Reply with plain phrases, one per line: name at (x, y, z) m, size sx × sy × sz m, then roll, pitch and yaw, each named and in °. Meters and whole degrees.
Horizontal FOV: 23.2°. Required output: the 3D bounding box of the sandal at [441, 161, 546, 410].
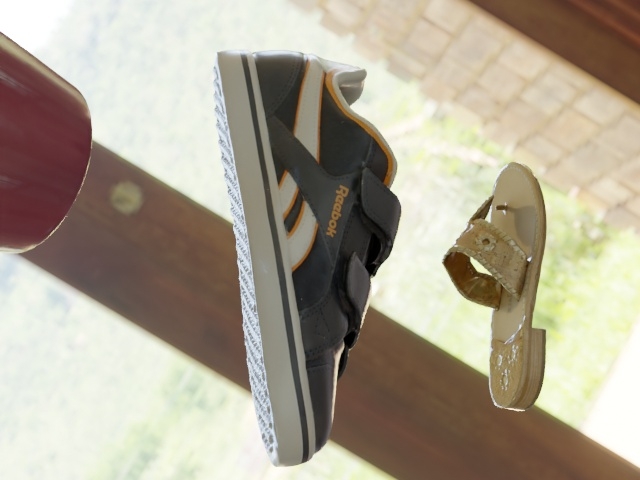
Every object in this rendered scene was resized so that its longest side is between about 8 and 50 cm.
sandal at (0.146, 0.029, 1.374) m, size 0.088 × 0.079 × 0.240 m, roll 138°, pitch 138°, yaw -55°

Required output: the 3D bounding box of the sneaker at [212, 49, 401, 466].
sneaker at (0.000, 0.000, 1.116) m, size 0.126 × 0.127 × 0.321 m, roll 105°, pitch 159°, yaw -65°

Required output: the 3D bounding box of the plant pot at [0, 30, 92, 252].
plant pot at (-0.262, -0.077, 1.042) m, size 0.201 × 0.180 × 0.201 m, roll -19°, pitch 61°, yaw 40°
